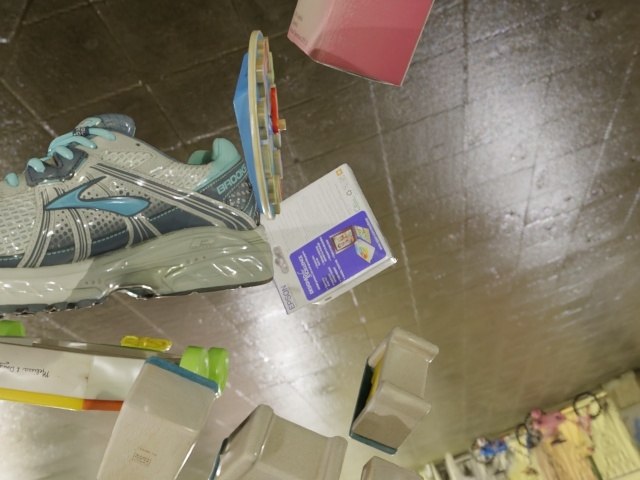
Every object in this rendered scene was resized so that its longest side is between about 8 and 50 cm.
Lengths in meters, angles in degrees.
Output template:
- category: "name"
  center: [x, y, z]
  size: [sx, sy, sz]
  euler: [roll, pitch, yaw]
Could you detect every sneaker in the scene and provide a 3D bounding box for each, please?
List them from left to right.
- category: "sneaker"
  center: [-0.162, -0.016, 0.445]
  size: [0.283, 0.122, 0.110]
  euler: [-5, 175, -43]

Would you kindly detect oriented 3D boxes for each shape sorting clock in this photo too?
- category: "shape sorting clock"
  center: [-0.058, -0.125, 0.772]
  size: [0.040, 0.206, 0.206]
  euler: [-7, 154, 4]

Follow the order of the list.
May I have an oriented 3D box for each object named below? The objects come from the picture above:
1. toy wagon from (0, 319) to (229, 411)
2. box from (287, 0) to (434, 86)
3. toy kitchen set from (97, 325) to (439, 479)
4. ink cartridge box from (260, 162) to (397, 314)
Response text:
- category: "toy wagon"
  center: [-0.239, 0.136, 0.773]
  size: [0.267, 0.068, 0.344]
  euler: [7, 171, 4]
- category: "box"
  center: [0.064, -0.333, 0.875]
  size: [0.127, 0.148, 0.232]
  euler: [11, 113, -23]
- category: "toy kitchen set"
  center: [-0.033, 0.128, 0.543]
  size: [0.207, 0.166, 0.122]
  euler: [25, 134, -6]
- category: "ink cartridge box"
  center: [0.000, 0.000, 1.224]
  size: [0.208, 0.206, 0.045]
  euler: [-30, 153, 11]
